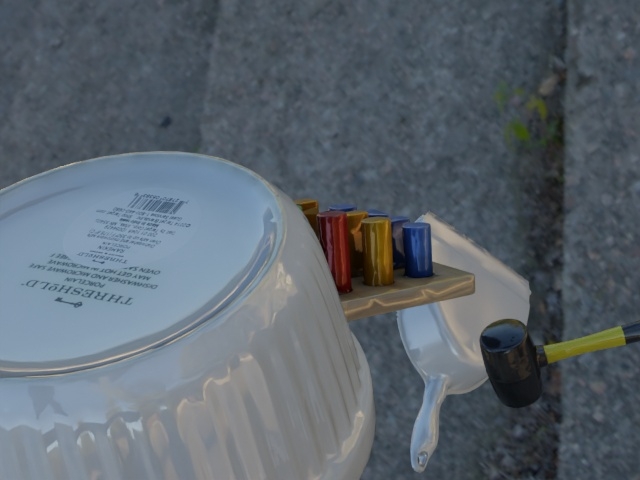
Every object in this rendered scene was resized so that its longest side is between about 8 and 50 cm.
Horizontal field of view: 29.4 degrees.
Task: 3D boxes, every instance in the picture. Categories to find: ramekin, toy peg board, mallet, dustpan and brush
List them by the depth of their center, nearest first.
[{"bbox_3d":[-0.086,0.048,0.523,0.207,0.109,0.207,-8,33,5],"label":"ramekin"},{"bbox_3d":[0.210,0.077,0.873,0.190,0.062,0.039,-9,35,4],"label":"mallet"},{"bbox_3d":[0.000,0.000,0.879,0.161,0.161,0.079,18,115,59],"label":"toy peg board"},{"bbox_3d":[0.110,0.099,1.051,0.060,0.147,0.211,-31,36,40],"label":"dustpan and brush"}]
